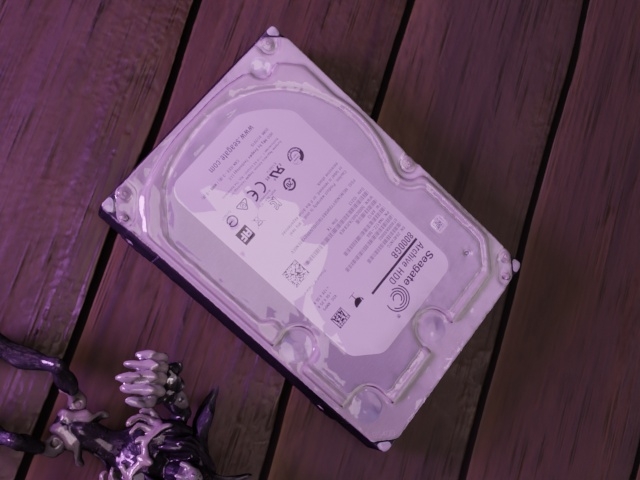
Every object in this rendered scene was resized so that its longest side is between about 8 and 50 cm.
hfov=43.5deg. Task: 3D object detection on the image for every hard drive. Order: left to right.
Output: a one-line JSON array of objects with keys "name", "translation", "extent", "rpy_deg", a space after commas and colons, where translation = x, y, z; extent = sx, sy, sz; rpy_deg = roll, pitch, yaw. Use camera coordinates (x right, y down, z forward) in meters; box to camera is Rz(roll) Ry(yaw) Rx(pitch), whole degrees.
[{"name": "hard drive", "translation": [0.000, 0.000, 0.751], "extent": [0.339, 0.064, 0.237], "rpy_deg": [44, 73, -10]}]

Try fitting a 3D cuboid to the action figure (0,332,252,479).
[{"name": "action figure", "translation": [-0.177, 0.160, 0.634], "extent": [0.276, 0.141, 0.164], "rpy_deg": [26, 75, -11]}]
